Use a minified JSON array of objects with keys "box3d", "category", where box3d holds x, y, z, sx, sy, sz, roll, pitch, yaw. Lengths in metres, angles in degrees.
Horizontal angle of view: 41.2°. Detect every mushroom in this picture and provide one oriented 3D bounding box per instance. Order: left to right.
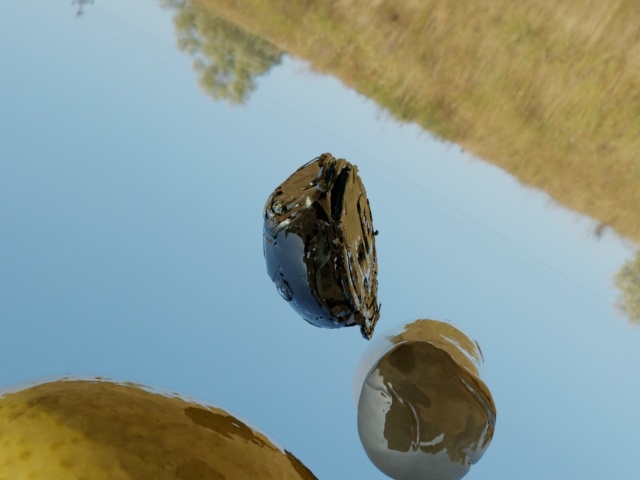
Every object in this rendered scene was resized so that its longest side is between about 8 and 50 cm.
[{"box3d":[0.101,0.154,0.904,0.154,0.138,0.407,-8,177,9],"category":"mushroom"}]

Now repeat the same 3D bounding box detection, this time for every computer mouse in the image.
[{"box3d":[0.000,0.000,0.705,0.077,0.147,0.242,-9,-164,12],"category":"computer mouse"}]

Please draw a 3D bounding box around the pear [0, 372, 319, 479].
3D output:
[{"box3d":[-0.115,0.229,0.473,0.314,0.314,0.314,25,-162,-9],"category":"pear"}]
